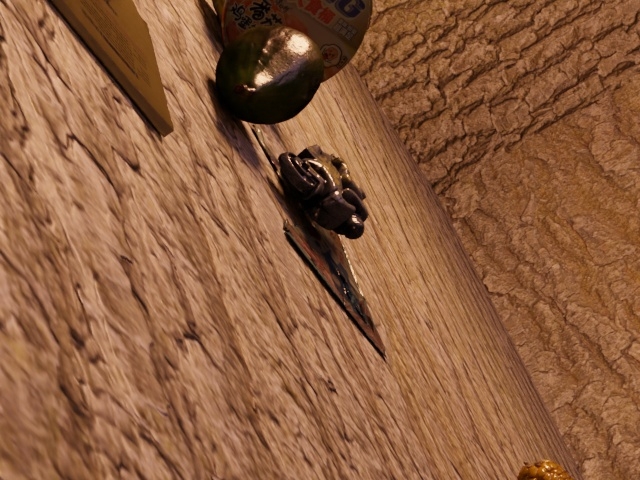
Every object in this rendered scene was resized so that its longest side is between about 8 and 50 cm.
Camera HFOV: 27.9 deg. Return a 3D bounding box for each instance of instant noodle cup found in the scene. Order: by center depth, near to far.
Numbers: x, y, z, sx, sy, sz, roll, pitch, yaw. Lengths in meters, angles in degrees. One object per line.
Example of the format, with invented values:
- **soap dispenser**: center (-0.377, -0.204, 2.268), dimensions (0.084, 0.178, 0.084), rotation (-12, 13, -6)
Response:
- **instant noodle cup**: center (-0.054, -0.317, 1.696), dimensions (0.205, 0.205, 0.153), rotation (53, 1, -36)

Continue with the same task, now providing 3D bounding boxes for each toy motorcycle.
- **toy motorcycle**: center (0.013, -0.054, 1.490), dimensions (0.124, 0.061, 0.193), rotation (53, 14, 6)

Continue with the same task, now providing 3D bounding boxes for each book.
- **book**: center (-0.183, -0.194, 1.067), dimensions (0.168, 0.013, 0.192), rotation (52, 11, -38)

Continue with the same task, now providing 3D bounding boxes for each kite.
- **kite**: center (0.000, 0.000, 1.475), dimensions (0.314, 0.011, 0.335), rotation (60, 8, 5)

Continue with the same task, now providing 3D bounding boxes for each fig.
- **fig**: center (-0.065, -0.169, 1.397), dimensions (0.117, 0.117, 0.177), rotation (57, 25, -16)

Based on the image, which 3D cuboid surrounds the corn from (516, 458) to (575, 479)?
- **corn**: center (0.392, 0.455, 1.888), dimensions (0.313, 0.102, 0.102), rotation (61, 9, 13)
